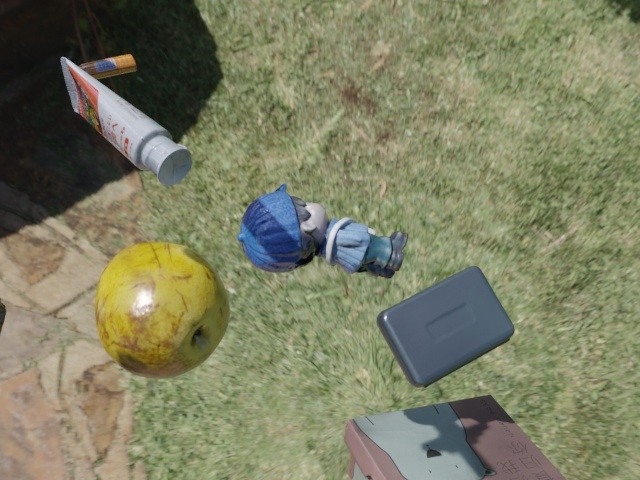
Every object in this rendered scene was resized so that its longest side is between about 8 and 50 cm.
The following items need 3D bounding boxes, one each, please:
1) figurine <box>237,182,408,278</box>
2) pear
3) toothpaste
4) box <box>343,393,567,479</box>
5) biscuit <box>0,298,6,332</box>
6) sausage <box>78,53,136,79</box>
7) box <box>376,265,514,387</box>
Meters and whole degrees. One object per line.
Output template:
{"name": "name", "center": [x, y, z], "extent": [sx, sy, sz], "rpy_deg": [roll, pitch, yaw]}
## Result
{"name": "figurine", "center": [0.000, 0.000, 0.782], "extent": [0.149, 0.086, 0.087], "rpy_deg": [18, 72, -8]}
{"name": "pear", "center": [-0.321, 0.138, 1.721], "extent": [0.280, 0.281, 0.281], "rpy_deg": [-1, 79, 4]}
{"name": "toothpaste", "center": [-0.251, -0.148, 1.074], "extent": [0.057, 0.089, 0.234], "rpy_deg": [-34, 55, -28]}
{"name": "box", "center": [0.163, 0.291, 1.019], "extent": [0.215, 0.215, 0.086], "rpy_deg": [-6, 119, -20]}
{"name": "biscuit", "center": [-0.595, 0.174, 1.434], "extent": [0.043, 0.301, 0.278], "rpy_deg": [13, 48, -34]}
{"name": "sausage", "center": [-0.361, -0.285, 1.421], "extent": [0.107, 0.031, 0.031], "rpy_deg": [-18, 77, -26]}
{"name": "box", "center": [0.234, 0.159, 1.592], "extent": [0.230, 0.050, 0.160], "rpy_deg": [-25, 79, -18]}
